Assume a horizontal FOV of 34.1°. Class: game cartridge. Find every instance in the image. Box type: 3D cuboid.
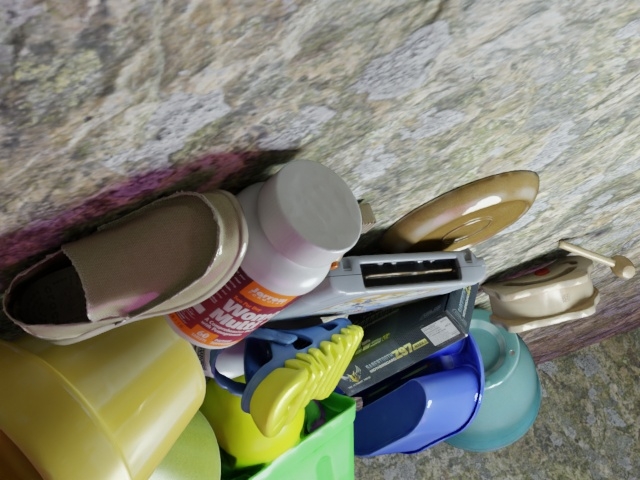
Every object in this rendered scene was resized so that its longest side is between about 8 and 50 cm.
[{"bbox_3d":[0.057,0.063,1.409,0.297,0.062,0.198,-3,163,-41],"label":"game cartridge"}]

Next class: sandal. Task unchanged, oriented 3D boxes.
[{"bbox_3d":[-0.043,0.155,1.414,0.126,0.138,0.317,-64,163,14],"label":"sandal"}]

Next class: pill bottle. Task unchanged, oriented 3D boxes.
[{"bbox_3d":[-0.064,0.016,1.050,0.121,0.121,0.221,-7,158,-43],"label":"pill bottle"}]

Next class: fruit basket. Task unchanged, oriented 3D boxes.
[{"bbox_3d":[-0.130,0.325,1.763,0.392,0.392,0.283,-9,-170,-39],"label":"fruit basket"}]

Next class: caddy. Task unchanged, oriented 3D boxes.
[{"bbox_3d":[0.159,0.268,1.953,0.179,0.241,0.341,0,154,-38],"label":"caddy"}]

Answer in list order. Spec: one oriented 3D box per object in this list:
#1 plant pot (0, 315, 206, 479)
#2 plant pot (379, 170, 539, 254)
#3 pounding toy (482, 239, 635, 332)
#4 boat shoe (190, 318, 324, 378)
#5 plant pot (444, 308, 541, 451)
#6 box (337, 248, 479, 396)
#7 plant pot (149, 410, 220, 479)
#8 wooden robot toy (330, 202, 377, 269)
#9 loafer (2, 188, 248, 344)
[{"bbox_3d":[-0.263,0.189,1.134,0.239,0.254,0.254,-40,178,-40],"label":"plant pot"},{"bbox_3d":[0.195,-0.025,1.422,0.236,0.032,0.236,-21,163,-6],"label":"plant pot"},{"bbox_3d":[0.435,0.060,1.942,0.270,0.154,0.154,-14,-167,5],"label":"pounding toy"},{"bbox_3d":[-0.099,0.152,1.512,0.088,0.096,0.268,2,-172,39],"label":"boat shoe"},{"bbox_3d":[0.329,0.278,2.195,0.272,0.271,0.255,-22,150,-1],"label":"plant pot"},{"bbox_3d":[0.129,0.119,1.581,0.233,0.059,0.183,-31,-161,31],"label":"box"},{"bbox_3d":[-0.333,0.317,1.488,0.275,0.274,0.293,-26,150,14],"label":"plant pot"},{"bbox_3d":[0.000,0.000,1.160,0.076,0.079,0.173,-33,160,33],"label":"wooden robot toy"},{"bbox_3d":[-0.188,0.033,0.980,0.269,0.101,0.092,-28,169,21],"label":"loafer"}]
